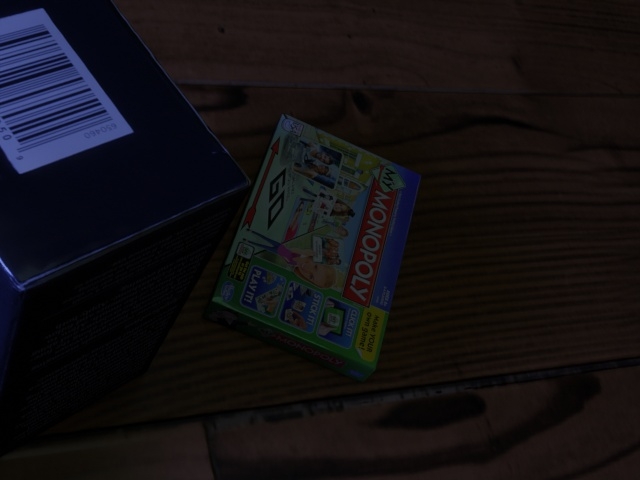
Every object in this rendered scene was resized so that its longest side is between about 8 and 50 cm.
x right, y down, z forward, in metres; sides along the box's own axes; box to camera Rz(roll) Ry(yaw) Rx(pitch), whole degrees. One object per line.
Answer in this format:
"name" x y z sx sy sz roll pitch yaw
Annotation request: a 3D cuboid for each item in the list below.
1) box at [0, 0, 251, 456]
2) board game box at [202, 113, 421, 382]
"box" -0.279 -0.020 0.834 0.212 0.395 0.293 -28 75 -36
"board game box" 0.000 0.000 1.168 0.214 0.046 0.317 23 53 -8
